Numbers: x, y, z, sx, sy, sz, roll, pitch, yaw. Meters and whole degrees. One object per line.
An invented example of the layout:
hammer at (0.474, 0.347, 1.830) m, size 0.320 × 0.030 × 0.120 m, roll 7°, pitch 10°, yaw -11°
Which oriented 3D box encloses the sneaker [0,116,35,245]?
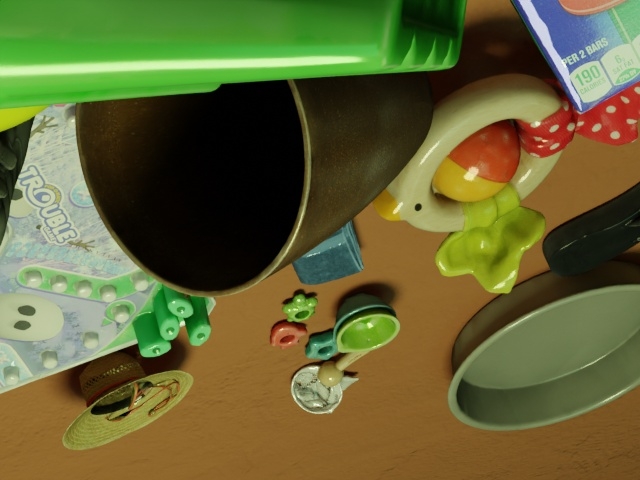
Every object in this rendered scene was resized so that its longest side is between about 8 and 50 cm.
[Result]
sneaker at (-0.223, -0.099, 0.900) m, size 0.105 × 0.147 × 0.295 m, roll 11°, pitch 114°, yaw -13°

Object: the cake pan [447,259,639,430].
cake pan at (0.276, 0.120, 1.601) m, size 0.293 × 0.054 × 0.293 m, roll -13°, pitch 145°, yaw -9°

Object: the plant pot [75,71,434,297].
plant pot at (-0.024, -0.089, 1.038) m, size 0.230 × 0.215 × 0.215 m, roll -19°, pitch 157°, yaw -50°

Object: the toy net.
toy net at (0.003, 0.132, 1.491) m, size 0.122 × 0.045 × 0.232 m, roll -7°, pitch 144°, yaw -18°

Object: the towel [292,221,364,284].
towel at (0.000, 0.000, 1.319) m, size 0.067 × 0.029 × 0.119 m, roll -18°, pitch 146°, yaw 0°

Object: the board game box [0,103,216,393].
board game box at (-0.319, 0.021, 1.124) m, size 0.390 × 0.050 × 0.390 m, roll -20°, pitch 137°, yaw 2°

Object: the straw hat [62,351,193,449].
straw hat at (-0.204, 0.145, 1.393) m, size 0.144 × 0.061 × 0.144 m, roll -27°, pitch 159°, yaw -11°

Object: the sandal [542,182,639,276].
sandal at (0.350, -0.026, 1.432) m, size 0.254 × 0.054 × 0.097 m, roll -34°, pitch 143°, yaw 21°

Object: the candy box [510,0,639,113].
candy box at (0.188, -0.281, 0.821) m, size 0.268 × 0.122 × 0.317 m, roll -30°, pitch 116°, yaw 10°

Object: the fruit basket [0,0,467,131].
fruit basket at (-0.118, -0.165, 0.610) m, size 0.392 × 0.392 × 0.282 m, roll 4°, pitch 100°, yaw -30°

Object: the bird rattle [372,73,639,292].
bird rattle at (0.157, -0.070, 1.181) m, size 0.207 × 0.143 × 0.253 m, roll 2°, pitch 143°, yaw -43°
